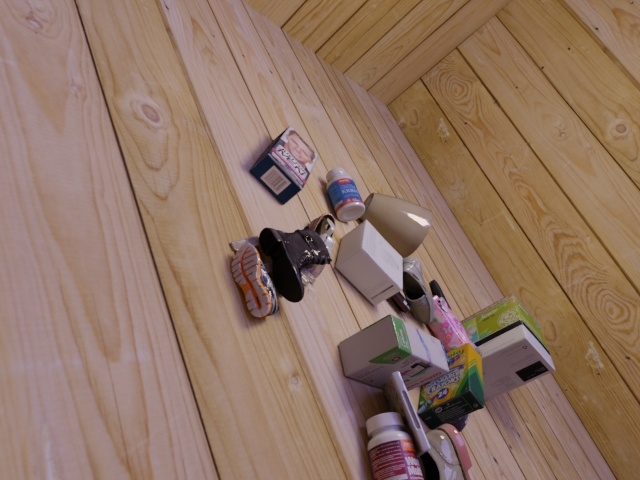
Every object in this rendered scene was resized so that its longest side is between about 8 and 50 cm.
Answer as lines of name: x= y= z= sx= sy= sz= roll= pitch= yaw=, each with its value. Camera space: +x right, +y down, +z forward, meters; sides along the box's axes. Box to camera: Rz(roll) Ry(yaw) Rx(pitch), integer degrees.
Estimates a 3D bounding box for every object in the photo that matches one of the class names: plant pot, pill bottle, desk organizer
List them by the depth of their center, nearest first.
pill bottle: x=0.188 y=0.564 z=1.174 sx=0.121 sy=0.121 sz=0.221 roll=30 pitch=35 yaw=-39
desk organizer: x=0.299 y=0.233 z=1.835 sx=0.130 sy=0.050 sz=0.047 roll=50 pitch=27 yaw=-6
pill bottle: x=0.097 y=-0.198 z=1.950 sx=0.124 sy=0.124 sz=0.221 roll=20 pitch=41 yaw=-48
plant pot: x=0.320 y=-0.096 z=2.097 sx=0.274 sy=0.256 sz=0.256 roll=30 pitch=31 yaw=-10

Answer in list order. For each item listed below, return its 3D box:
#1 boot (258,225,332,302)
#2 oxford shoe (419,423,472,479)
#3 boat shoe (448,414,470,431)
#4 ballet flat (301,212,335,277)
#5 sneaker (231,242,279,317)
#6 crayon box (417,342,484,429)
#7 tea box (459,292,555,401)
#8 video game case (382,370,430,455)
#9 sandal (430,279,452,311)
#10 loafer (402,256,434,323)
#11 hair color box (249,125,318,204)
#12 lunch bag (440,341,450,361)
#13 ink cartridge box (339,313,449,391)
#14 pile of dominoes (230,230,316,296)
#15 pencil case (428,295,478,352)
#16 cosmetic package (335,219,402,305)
boot: x=-0.046 y=0.057 z=1.369 sx=0.229 sy=0.091 sz=0.262 roll=3 pitch=55 yaw=-48
oxford shoe: x=0.368 y=0.737 z=1.296 sx=0.147 sy=0.140 sz=0.396 roll=-6 pitch=63 yaw=-25
boat shoe: x=0.520 y=0.565 z=1.722 sx=0.335 sy=0.112 sz=0.095 roll=-43 pitch=113 yaw=-52
ballet flat: x=0.000 y=0.000 z=1.572 sx=0.108 sy=0.106 sz=0.315 roll=42 pitch=29 yaw=-22
sneaker: x=-0.168 y=0.107 z=1.213 sx=0.083 sy=0.084 sz=0.214 roll=30 pitch=37 yaw=-60
crayon box: x=0.457 y=0.486 z=1.614 sx=0.083 sy=0.203 sz=0.323 roll=51 pitch=26 yaw=-5
tea box: x=0.791 y=0.466 z=2.038 sx=0.220 sy=0.329 sz=0.323 roll=47 pitch=26 yaw=-13
video game case: x=0.232 y=0.493 z=1.286 sx=0.227 sy=0.026 sz=0.206 roll=89 pitch=-17 yaw=-59
sandal: x=0.575 y=0.287 z=2.231 sx=0.097 sy=0.055 sz=0.254 roll=51 pitch=16 yaw=-21
loafer: x=0.384 y=0.218 z=1.871 sx=0.111 sy=0.112 sz=0.319 roll=-51 pitch=125 yaw=-49
hair color box: x=-0.126 y=-0.291 z=1.724 sx=0.174 sy=0.105 sz=0.347 roll=46 pitch=27 yaw=-16
lunch bag: x=0.356 y=0.412 z=1.624 sx=0.151 sy=0.129 sz=0.096 roll=14 pitch=44 yaw=-49
ink cartridge box: x=0.226 y=0.354 z=1.399 sx=0.278 sy=0.201 sz=0.117 roll=31 pitch=34 yaw=-38
pile of dominoes: x=-0.139 y=0.075 z=1.361 sx=0.251 sy=0.040 sz=0.195 roll=-15 pitch=71 yaw=-53
pencil case: x=0.543 y=0.375 z=1.963 sx=0.124 sy=0.124 sz=0.284 roll=1 pitch=54 yaw=-58
cosmetic package: x=0.187 y=0.081 z=1.741 sx=0.224 sy=0.138 sz=0.224 roll=47 pitch=27 yaw=-16
